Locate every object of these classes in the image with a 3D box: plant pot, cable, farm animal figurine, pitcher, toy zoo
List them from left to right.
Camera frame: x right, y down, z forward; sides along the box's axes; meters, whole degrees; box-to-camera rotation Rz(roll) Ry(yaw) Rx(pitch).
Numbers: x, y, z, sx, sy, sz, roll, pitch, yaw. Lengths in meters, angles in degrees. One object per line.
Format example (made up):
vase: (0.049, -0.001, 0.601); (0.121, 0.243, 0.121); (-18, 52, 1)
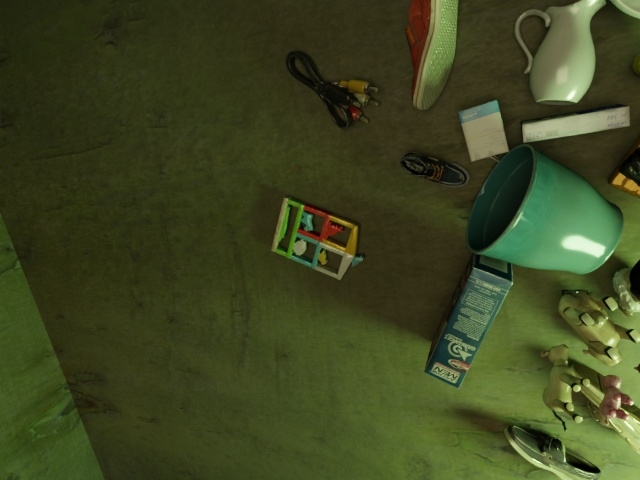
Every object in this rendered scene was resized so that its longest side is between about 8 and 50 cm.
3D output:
toy zoo: (0.000, 0.000, 1.379); (0.293, 0.030, 0.192); (22, 115, 13)
cable: (0.024, -0.414, 1.226); (0.287, 0.072, 0.139); (37, 135, 20)
plant pot: (0.524, -0.048, 1.037); (0.255, 0.271, 0.271); (23, 116, -3)
pitcher: (0.514, -0.412, 0.988); (0.178, 0.126, 0.207); (14, 103, 39)
farm animal figurine: (0.683, 0.263, 1.110); (0.331, 0.172, 0.326); (-19, 90, 0)

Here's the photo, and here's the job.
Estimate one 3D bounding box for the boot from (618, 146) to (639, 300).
boot: (0.733, -0.064, 0.946); (0.260, 0.131, 0.348); (40, 103, 0)

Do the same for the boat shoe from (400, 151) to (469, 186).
boat shoe: (0.297, -0.180, 1.166); (0.184, 0.083, 0.065); (21, 115, 13)

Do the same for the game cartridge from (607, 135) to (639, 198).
game cartridge: (0.866, -0.174, 0.960); (0.324, 0.053, 0.285); (28, 116, 10)

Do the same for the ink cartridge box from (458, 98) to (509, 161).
ink cartridge box: (0.403, -0.261, 1.090); (0.090, 0.092, 0.143); (-12, 103, 26)

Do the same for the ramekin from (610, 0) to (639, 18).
ramekin: (0.677, -0.564, 0.853); (0.273, 0.127, 0.272); (7, 110, 19)

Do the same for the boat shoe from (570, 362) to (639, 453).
boat shoe: (0.774, 0.456, 1.192); (0.302, 0.109, 0.098); (39, 119, 1)

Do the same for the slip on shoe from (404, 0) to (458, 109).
slip on shoe: (0.256, -0.485, 1.068); (0.101, 0.123, 0.331); (19, 117, 40)

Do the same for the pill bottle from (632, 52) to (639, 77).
pill bottle: (0.691, -0.367, 0.923); (0.065, 0.116, 0.065); (7, 111, 20)

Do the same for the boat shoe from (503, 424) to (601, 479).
boat shoe: (0.674, 0.617, 1.295); (0.285, 0.103, 0.092); (33, 112, 4)

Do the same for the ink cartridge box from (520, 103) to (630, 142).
ink cartridge box: (0.573, -0.267, 1.017); (0.207, 0.097, 0.046); (-5, 106, 24)

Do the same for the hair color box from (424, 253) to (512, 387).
hair color box: (0.399, 0.206, 1.212); (0.105, 0.174, 0.347); (22, 115, 14)
